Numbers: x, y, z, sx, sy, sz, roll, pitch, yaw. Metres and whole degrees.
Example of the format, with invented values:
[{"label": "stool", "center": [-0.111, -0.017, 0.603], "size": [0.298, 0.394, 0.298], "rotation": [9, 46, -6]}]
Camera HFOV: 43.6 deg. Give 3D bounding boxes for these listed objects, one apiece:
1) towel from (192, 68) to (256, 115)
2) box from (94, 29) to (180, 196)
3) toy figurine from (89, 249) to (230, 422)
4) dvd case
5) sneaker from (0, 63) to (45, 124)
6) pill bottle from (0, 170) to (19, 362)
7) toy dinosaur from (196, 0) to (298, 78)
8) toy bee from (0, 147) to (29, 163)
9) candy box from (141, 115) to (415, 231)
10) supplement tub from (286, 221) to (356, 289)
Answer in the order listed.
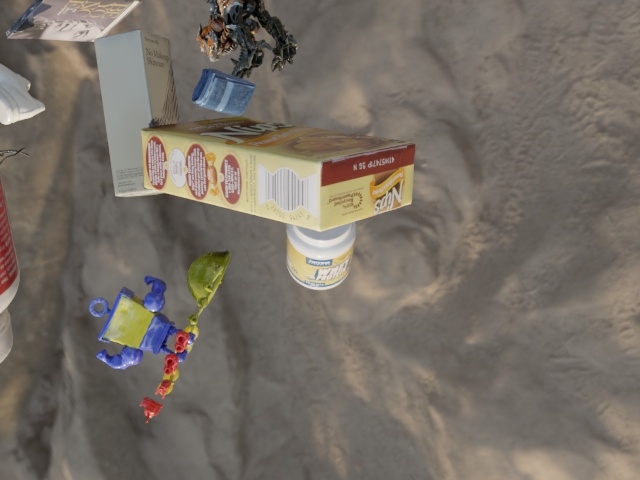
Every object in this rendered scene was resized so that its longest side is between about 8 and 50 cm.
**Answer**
[{"label": "towel", "center": [-0.161, -0.247, 1.347], "size": [0.029, 0.119, 0.067], "rotation": [34, 106, 28]}, {"label": "box", "center": [-0.310, -0.217, 1.397], "size": [0.094, 0.113, 0.274], "rotation": [-6, 94, 17]}, {"label": "toy figurine", "center": [-0.347, 0.147, 1.570], "size": [0.217, 0.191, 0.362], "rotation": [25, 95, -1]}, {"label": "dvd case", "center": [-0.486, -0.443, 1.589], "size": [0.165, 0.221, 0.018], "rotation": [-26, 84, 38]}, {"label": "sneaker", "center": [-0.602, -0.302, 1.520], "size": [0.212, 0.094, 0.080], "rotation": [50, 137, 20]}, {"label": "pill bottle", "center": [-0.541, -0.012, 1.087], "size": [0.229, 0.229, 0.407], "rotation": [30, 130, 41]}, {"label": "toy dinosaur", "center": [-0.164, -0.459, 1.676], "size": [0.218, 0.164, 0.322], "rotation": [61, 162, 4]}, {"label": "toy bee", "center": [-0.791, -0.136, 1.845], "size": [0.195, 0.298, 0.162], "rotation": [-6, 92, 48]}, {"label": "candy box", "center": [-0.060, -0.096, 1.030], "size": [0.317, 0.183, 0.087], "rotation": [15, 111, 38]}, {"label": "supplement tub", "center": [0.000, 0.000, 1.678], "size": [0.144, 0.144, 0.199], "rotation": [51, 159, 23]}]
